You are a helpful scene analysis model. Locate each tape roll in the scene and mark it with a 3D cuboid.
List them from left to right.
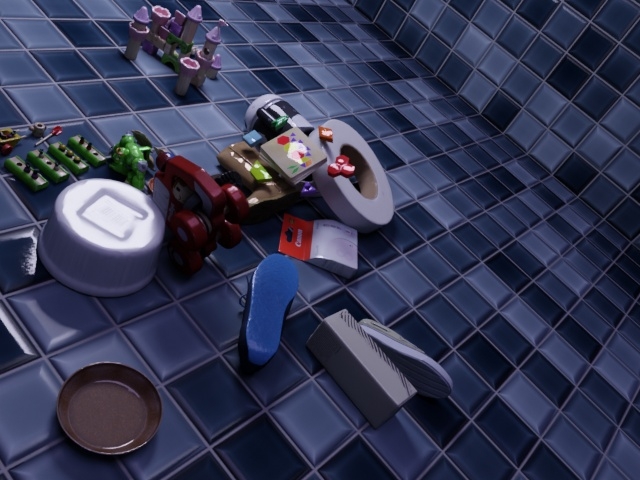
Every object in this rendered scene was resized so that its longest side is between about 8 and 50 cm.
[{"bbox_3d":[0.104,-0.210,2.047,0.392,0.072,0.392,38,37,-36],"label":"tape roll"}]

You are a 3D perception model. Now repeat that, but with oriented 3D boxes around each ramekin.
[{"bbox_3d":[-0.495,-0.016,1.442,0.277,0.135,0.277,20,38,-17],"label":"ramekin"}]

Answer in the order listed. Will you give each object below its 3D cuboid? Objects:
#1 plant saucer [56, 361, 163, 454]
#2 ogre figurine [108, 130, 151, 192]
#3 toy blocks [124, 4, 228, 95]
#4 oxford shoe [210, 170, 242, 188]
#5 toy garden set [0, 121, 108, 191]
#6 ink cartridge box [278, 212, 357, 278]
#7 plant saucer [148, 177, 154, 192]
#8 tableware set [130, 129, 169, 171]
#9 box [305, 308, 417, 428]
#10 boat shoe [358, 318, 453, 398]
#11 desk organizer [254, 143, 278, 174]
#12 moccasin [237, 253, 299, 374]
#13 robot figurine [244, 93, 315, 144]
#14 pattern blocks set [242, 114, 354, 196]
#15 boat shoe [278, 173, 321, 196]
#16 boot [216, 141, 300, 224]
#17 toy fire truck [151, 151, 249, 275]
[{"bbox_3d":[-0.404,0.325,1.198,0.198,0.036,0.199,20,39,-17],"label":"plant saucer"},{"bbox_3d":[-0.509,-0.205,1.666,0.096,0.118,0.197,11,40,-27],"label":"ogre figurine"},{"bbox_3d":[-0.470,-0.716,2.169,0.288,0.260,0.309,35,36,4],"label":"toy blocks"},{"bbox_3d":[-0.336,-0.131,1.755,0.227,0.096,0.083,-23,105,-33],"label":"oxford shoe"},{"bbox_3d":[-0.710,-0.244,1.617,0.203,0.049,0.244,38,36,7],"label":"toy garden set"},{"bbox_3d":[0.000,0.000,1.867,0.232,0.066,0.189,26,36,-17],"label":"ink cartridge box"},{"bbox_3d":[-0.439,-0.144,1.736,0.083,0.013,0.084,21,37,-17],"label":"plant saucer"},{"bbox_3d":[-0.452,-0.228,1.710,0.141,0.169,0.020,29,62,14],"label":"tableware set"},{"bbox_3d":[0.097,0.310,1.531,0.275,0.113,0.094,49,38,19],"label":"box"},{"bbox_3d":[0.218,0.300,1.639,0.302,0.109,0.094,33,34,5],"label":"boat shoe"},{"bbox_3d":[-0.187,-0.263,2.032,0.130,0.050,0.047,47,38,18],"label":"desk organizer"},{"bbox_3d":[-0.147,0.169,1.509,0.137,0.117,0.342,28,40,-7],"label":"moccasin"},{"bbox_3d":[-0.132,-0.364,2.093,0.173,0.209,0.278,-34,71,-34],"label":"robot figurine"},{"bbox_3d":[-0.078,-0.254,1.867,0.285,0.026,0.325,-25,56,-12],"label":"pattern blocks set"},{"bbox_3d":[-0.042,-0.204,2.041,0.267,0.088,0.096,-7,51,-41],"label":"boat shoe"},{"bbox_3d":[-0.226,-0.177,1.883,0.236,0.089,0.269,-23,57,-42],"label":"boot"},{"bbox_3d":[-0.323,-0.081,1.522,0.254,0.302,0.169,46,58,12],"label":"toy fire truck"}]
